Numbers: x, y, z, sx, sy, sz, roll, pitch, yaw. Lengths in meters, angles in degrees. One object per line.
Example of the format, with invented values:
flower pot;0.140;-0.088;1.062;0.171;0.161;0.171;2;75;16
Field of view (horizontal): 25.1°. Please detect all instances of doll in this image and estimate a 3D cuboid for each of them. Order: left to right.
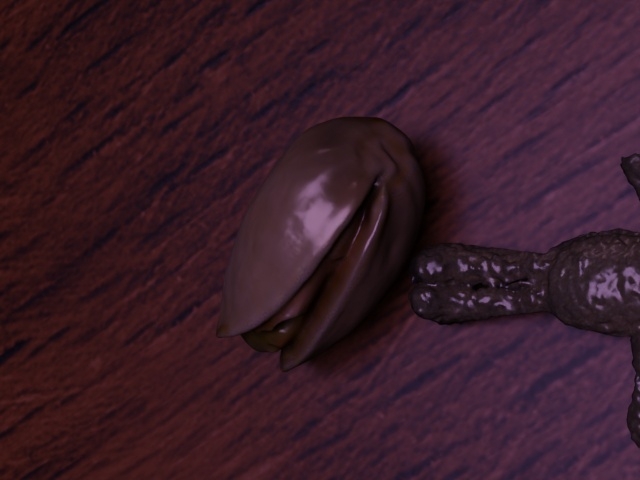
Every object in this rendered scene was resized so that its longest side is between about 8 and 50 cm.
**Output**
doll;0.215;0.023;1.074;0.286;0.091;0.202;29;85;33

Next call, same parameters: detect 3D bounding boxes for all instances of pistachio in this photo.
pistachio;0.000;0.000;1.137;0.144;0.144;0.215;40;103;21
